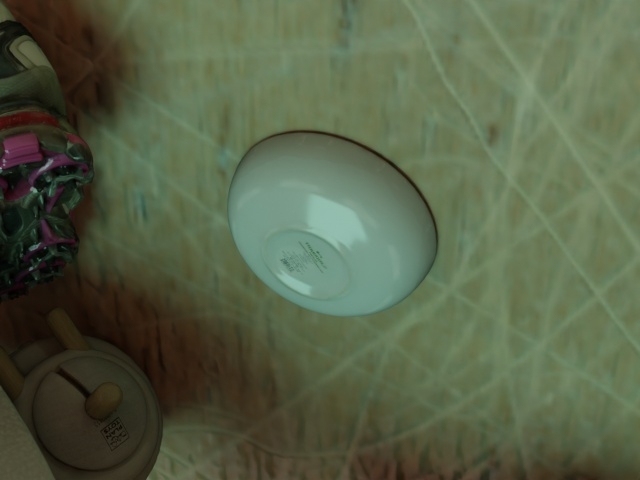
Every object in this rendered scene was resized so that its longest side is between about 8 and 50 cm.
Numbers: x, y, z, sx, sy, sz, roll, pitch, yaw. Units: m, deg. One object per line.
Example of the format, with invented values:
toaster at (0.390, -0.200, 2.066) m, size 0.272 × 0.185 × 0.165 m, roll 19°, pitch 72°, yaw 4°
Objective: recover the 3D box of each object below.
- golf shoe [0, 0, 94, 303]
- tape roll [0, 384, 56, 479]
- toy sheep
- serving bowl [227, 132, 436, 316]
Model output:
golf shoe at (-0.132, -0.030, 0.676) m, size 0.086 × 0.067 × 0.186 m, roll 70°, pitch 156°, yaw 18°
tape roll at (-0.174, 0.225, 0.755) m, size 0.392 × 0.072 × 0.392 m, roll 27°, pitch 122°, yaw 53°
toy sheep at (-0.111, 0.080, 0.747) m, size 0.091 × 0.091 × 0.132 m, roll 35°, pitch 157°, yaw -6°
serving bowl at (0.000, 0.000, 0.646) m, size 0.083 × 0.027 × 0.083 m, roll 17°, pitch 138°, yaw 16°
